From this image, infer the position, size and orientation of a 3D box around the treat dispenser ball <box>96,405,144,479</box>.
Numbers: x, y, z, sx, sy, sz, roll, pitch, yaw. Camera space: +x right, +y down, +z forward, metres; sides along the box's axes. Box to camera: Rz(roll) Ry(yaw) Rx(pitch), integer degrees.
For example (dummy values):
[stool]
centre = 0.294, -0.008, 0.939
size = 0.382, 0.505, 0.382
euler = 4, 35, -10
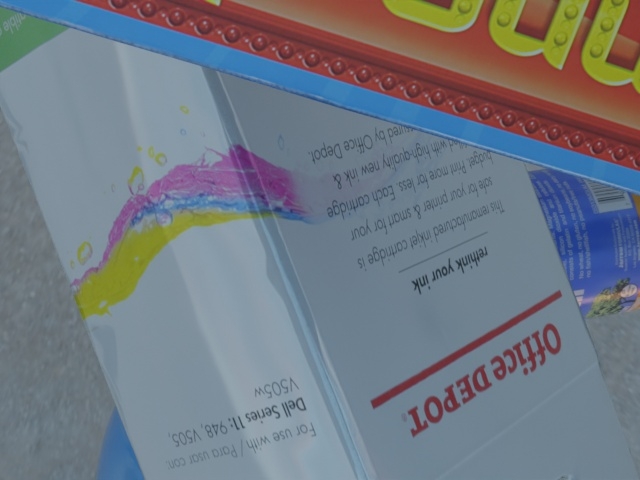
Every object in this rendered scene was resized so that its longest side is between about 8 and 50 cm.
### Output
[treat dispenser ball]
centre = -0.002, 0.166, 0.868
size = 0.288, 0.288, 0.288
euler = -2, 104, -6

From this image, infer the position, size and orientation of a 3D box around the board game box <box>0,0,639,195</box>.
[board game box]
centre = 0.068, -0.176, 0.329
size = 0.308, 0.086, 0.302
euler = 14, 106, -21

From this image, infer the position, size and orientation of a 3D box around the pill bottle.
[pill bottle]
centre = 0.175, 0.013, 1.254
size = 0.272, 0.152, 0.152
euler = -10, 105, -13

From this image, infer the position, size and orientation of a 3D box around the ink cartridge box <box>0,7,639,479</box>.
[ink cartridge box]
centre = 0.000, 0.000, 0.579
size = 0.119, 0.207, 0.353
euler = -21, 89, 37
